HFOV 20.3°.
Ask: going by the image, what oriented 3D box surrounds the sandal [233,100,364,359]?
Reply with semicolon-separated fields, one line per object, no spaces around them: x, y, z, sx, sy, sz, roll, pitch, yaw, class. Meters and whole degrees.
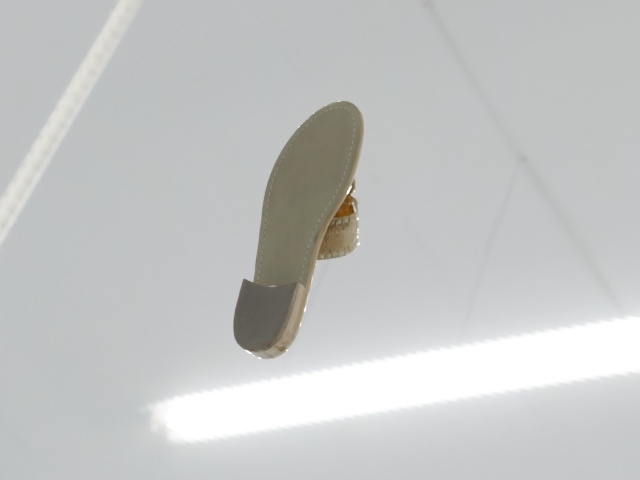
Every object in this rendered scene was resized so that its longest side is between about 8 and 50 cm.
-0.005;-0.001;1.589;0.088;0.240;0.079;9;-17;38;sandal
